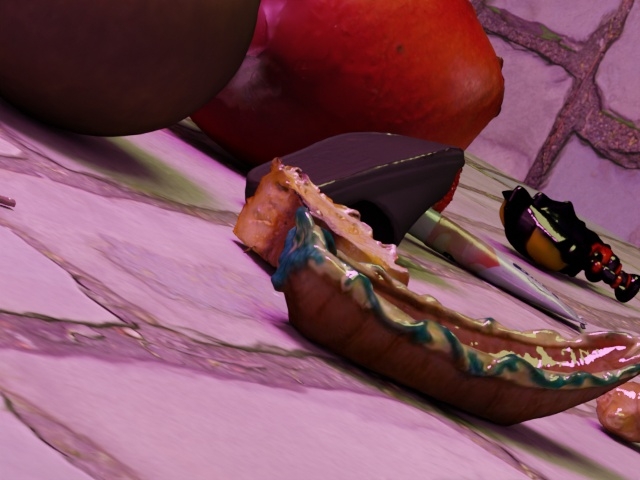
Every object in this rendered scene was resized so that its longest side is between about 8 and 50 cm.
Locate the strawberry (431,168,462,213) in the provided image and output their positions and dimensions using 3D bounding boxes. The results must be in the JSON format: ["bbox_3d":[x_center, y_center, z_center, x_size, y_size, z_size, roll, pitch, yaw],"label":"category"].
[{"bbox_3d":[0.112,-0.075,2.233,0.106,0.106,0.106,27,7,-4],"label":"strawberry"}]

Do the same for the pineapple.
[{"bbox_3d":[0.000,0.000,1.412,0.137,0.069,0.116,31,7,13],"label":"pineapple"}]

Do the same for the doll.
[{"bbox_3d":[0.297,0.005,2.421,0.127,0.088,0.249,7,-17,41],"label":"doll"}]

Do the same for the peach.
[{"bbox_3d":[0.021,-0.180,1.911,0.338,0.281,0.281,14,14,-30],"label":"peach"}]

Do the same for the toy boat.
[{"bbox_3d":[0.102,0.062,1.268,0.293,0.099,0.108,17,10,-20],"label":"toy boat"}]

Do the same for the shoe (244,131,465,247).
[{"bbox_3d":[0.027,-0.034,1.720,0.108,0.093,0.241,13,19,36],"label":"shoe"}]

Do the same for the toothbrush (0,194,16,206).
[{"bbox_3d":[-0.209,-0.033,1.122,0.097,0.008,0.006,20,24,-49],"label":"toothbrush"}]

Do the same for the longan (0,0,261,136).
[{"bbox_3d":[-0.170,-0.203,1.523,0.258,0.258,0.258,27,7,-4],"label":"longan"}]

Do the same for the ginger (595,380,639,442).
[{"bbox_3d":[0.287,0.140,1.476,0.165,0.067,0.096,28,29,3],"label":"ginger"}]

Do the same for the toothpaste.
[{"bbox_3d":[0.180,0.030,1.993,0.205,0.036,0.056,32,8,1],"label":"toothpaste"}]
